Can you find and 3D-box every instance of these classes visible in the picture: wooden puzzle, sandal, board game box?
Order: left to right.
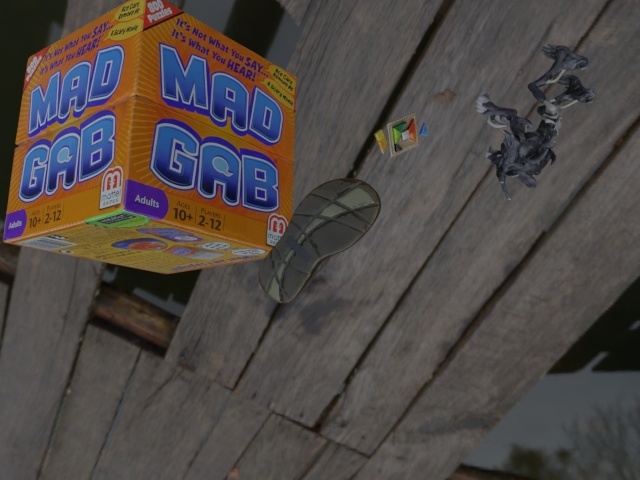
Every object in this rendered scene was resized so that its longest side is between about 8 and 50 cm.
[{"bbox_3d":[-0.296,-0.155,1.217,0.357,0.355,0.356,-10,162,38],"label":"board game box"},{"bbox_3d":[0.000,0.000,0.879,0.090,0.060,0.219,46,122,14],"label":"sandal"},{"bbox_3d":[0.153,-0.193,1.239,0.014,0.116,0.078,35,150,46],"label":"wooden puzzle"}]

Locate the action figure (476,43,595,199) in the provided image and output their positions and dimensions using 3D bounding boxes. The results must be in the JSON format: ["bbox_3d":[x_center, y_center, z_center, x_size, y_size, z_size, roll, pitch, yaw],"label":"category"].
[{"bbox_3d":[0.361,-0.202,1.183,0.141,0.275,0.164,24,161,49],"label":"action figure"}]
